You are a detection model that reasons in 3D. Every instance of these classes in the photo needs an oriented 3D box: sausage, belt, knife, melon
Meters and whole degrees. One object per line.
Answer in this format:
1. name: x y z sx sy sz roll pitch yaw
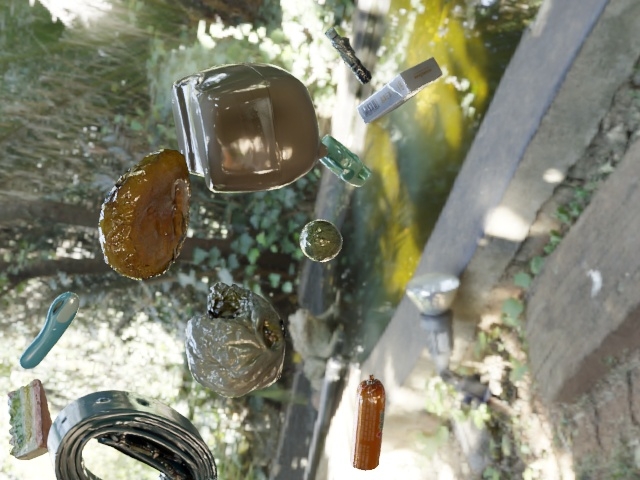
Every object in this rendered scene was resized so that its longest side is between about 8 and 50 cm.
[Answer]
1. sausage: 0.138 0.515 2.051 0.093 0.093 0.312 -97 9 -65
2. belt: -0.469 0.558 1.797 0.300 0.436 0.173 -57 24 -5
3. knife: -0.635 0.211 1.673 0.222 0.064 0.031 -54 36 8
4. melon: 0.000 0.000 1.653 0.131 0.098 0.098 42 -127 -68

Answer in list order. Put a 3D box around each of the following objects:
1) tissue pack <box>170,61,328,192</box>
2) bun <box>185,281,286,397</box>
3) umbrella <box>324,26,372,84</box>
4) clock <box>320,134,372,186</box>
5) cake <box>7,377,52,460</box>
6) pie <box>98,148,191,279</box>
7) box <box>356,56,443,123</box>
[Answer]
1. tissue pack: -0.162 -0.257 1.582 0.387 0.277 0.267 -148 45 -63
2. bun: -0.188 0.249 1.715 0.281 0.205 0.281 -7 -90 -68
3. umbrella: 0.081 -0.523 2.018 0.046 0.188 0.050 1 50 55
4. clock: 0.048 -0.209 1.830 0.060 0.148 0.188 -48 -17 13
5. cake: -0.837 0.525 2.072 0.090 0.109 0.225 61 -173 -57
6. pie: -0.319 -0.050 1.370 0.273 0.069 0.273 -50 -31 -46
7. box: 0.225 -0.429 2.059 0.149 0.067 0.233 -35 4 -33
